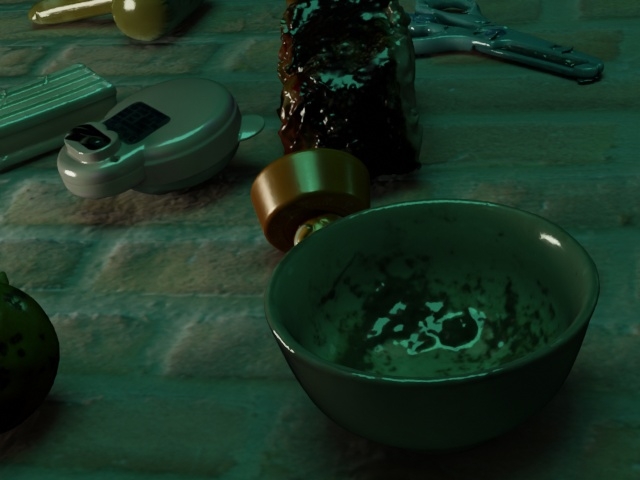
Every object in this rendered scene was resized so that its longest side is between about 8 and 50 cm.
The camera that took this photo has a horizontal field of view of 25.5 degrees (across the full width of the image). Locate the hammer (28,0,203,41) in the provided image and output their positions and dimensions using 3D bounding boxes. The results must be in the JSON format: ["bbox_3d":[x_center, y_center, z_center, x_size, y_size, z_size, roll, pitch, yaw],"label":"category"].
[{"bbox_3d":[-0.330,-0.380,2.225,0.305,0.113,0.202,-3,27,26],"label":"hammer"}]

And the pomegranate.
[{"bbox_3d":[-0.321,0.114,1.367,0.156,0.156,0.220,-5,0,7],"label":"pomegranate"}]

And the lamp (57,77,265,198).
[{"bbox_3d":[-0.199,-0.111,1.715,0.246,0.108,0.179,-27,31,-24],"label":"lamp"}]

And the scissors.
[{"bbox_3d":[0.227,-0.278,1.951,0.180,0.032,0.393,-31,37,-31],"label":"scissors"}]

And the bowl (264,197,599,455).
[{"bbox_3d":[0.100,0.095,1.255,0.289,0.146,0.289,-5,31,3],"label":"bowl"}]

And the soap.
[{"bbox_3d":[-0.380,-0.167,1.896,0.198,0.066,0.119,-24,32,-23],"label":"soap"}]

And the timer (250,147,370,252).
[{"bbox_3d":[0.000,0.000,1.496,0.132,0.132,0.152,-10,56,-1],"label":"timer"}]

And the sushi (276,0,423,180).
[{"bbox_3d":[0.031,-0.209,1.734,0.182,0.196,0.343,-2,31,-1],"label":"sushi"}]
